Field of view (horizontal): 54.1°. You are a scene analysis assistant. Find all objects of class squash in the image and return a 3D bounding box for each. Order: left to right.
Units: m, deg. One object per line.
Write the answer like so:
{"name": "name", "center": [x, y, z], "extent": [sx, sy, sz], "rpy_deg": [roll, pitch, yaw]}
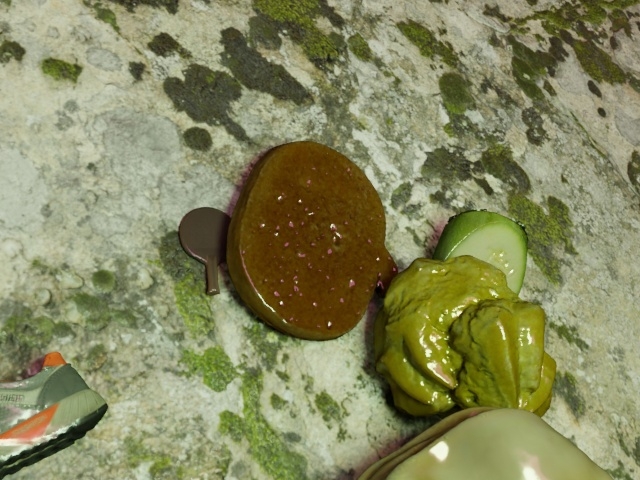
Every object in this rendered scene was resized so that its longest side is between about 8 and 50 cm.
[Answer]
{"name": "squash", "center": [0.299, 0.093, 1.210], "extent": [0.189, 0.189, 0.260], "rpy_deg": [28, 54, -11]}

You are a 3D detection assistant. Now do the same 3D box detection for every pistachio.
{"name": "pistachio", "center": [0.243, 0.420, 0.886], "extent": [0.445, 0.281, 0.365], "rpy_deg": [1, 82, -16]}

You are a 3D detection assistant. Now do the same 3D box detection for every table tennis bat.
{"name": "table tennis bat", "center": [-0.176, -0.006, 1.070], "extent": [0.107, 0.119, 0.170], "rpy_deg": [2, 64, -23]}

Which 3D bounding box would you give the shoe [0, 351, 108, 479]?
{"name": "shoe", "center": [-0.465, 0.238, 0.813], "extent": [0.336, 0.132, 0.171], "rpy_deg": [-24, 73, -34]}

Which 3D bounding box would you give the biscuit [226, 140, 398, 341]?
{"name": "biscuit", "center": [-0.004, 0.004, 1.174], "extent": [0.350, 0.070, 0.394], "rpy_deg": [35, 53, -16]}

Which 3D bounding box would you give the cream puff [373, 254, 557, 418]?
{"name": "cream puff", "center": [0.232, 0.190, 1.063], "extent": [0.274, 0.270, 0.323], "rpy_deg": [-15, 99, -5]}
